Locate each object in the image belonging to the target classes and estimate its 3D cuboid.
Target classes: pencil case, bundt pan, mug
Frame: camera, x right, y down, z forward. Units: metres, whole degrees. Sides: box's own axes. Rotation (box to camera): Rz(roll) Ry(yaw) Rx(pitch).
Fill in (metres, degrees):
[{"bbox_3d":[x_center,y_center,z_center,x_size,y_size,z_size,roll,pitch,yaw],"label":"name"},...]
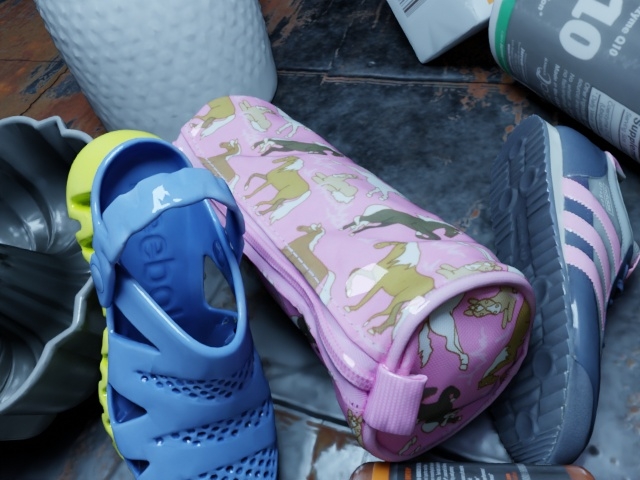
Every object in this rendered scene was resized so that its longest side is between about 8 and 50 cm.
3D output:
[{"bbox_3d":[0.000,0.000,0.469,0.167,0.160,0.386,-35,45,-13],"label":"pencil case"},{"bbox_3d":[-0.308,0.046,0.526,0.331,0.124,0.331,-8,62,15],"label":"bundt pan"},{"bbox_3d":[-0.206,-0.358,0.725,0.276,0.328,0.374,15,56,23],"label":"mug"}]

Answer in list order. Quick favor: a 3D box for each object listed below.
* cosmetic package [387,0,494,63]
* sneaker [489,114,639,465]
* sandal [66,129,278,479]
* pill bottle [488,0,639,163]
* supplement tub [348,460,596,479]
[{"bbox_3d":[0.292,-0.467,0.740,0.453,0.230,0.161,-34,9,-15],"label":"cosmetic package"},{"bbox_3d":[0.224,0.036,0.459,0.131,0.112,0.319,18,64,-11],"label":"sneaker"},{"bbox_3d":[-0.097,0.072,0.383,0.126,0.317,0.138,-21,11,-32],"label":"sandal"},{"bbox_3d":[0.359,-0.183,0.533,0.204,0.204,0.361,-28,51,-10],"label":"pill bottle"},{"bbox_3d":[0.081,0.201,0.351,0.198,0.106,0.106,-3,51,11],"label":"supplement tub"}]
